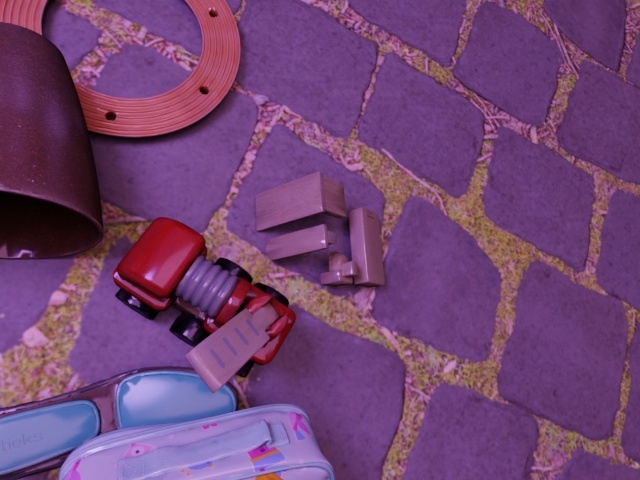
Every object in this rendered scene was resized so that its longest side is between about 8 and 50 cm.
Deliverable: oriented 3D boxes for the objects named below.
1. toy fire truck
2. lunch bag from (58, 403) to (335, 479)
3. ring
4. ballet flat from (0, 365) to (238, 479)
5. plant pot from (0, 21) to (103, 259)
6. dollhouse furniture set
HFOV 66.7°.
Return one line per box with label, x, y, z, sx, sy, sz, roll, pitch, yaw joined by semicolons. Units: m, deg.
toy fire truck;-0.131;0.071;0.549;0.217;0.246;0.158;35;67;-6
lunch bag;-0.122;0.288;0.515;0.279;0.108;0.224;-5;113;-21
ring;-0.288;-0.303;0.721;0.336;0.032;0.337;5;75;-17
ballet flat;-0.239;0.200;0.559;0.280;0.096;0.095;-3;75;-19
plant pot;-0.358;-0.120;0.555;0.215;0.215;0.231;2;70;-18
dollhouse furniture set;0.000;0.000;0.733;0.151;0.123;0.144;15;67;-51
